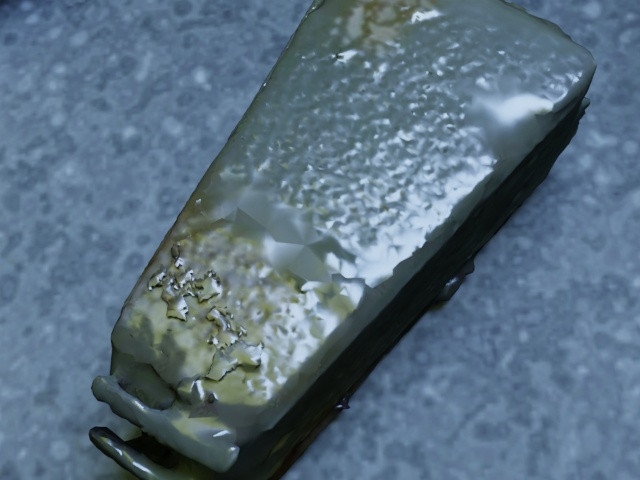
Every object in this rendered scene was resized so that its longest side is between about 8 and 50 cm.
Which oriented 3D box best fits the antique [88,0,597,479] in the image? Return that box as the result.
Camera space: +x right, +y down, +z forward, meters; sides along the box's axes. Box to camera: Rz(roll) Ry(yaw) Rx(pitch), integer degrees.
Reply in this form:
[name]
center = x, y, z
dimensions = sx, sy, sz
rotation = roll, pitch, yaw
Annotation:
[antique]
center = 0.000, 0.000, 0.481
dimensions = 0.150, 0.125, 0.284
rotation = 32, 73, 15
